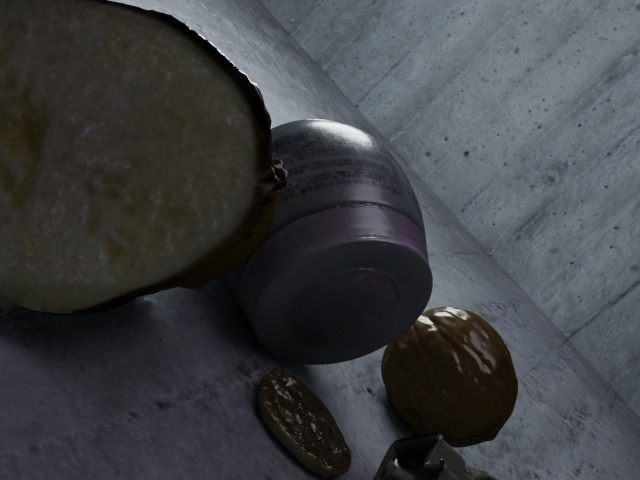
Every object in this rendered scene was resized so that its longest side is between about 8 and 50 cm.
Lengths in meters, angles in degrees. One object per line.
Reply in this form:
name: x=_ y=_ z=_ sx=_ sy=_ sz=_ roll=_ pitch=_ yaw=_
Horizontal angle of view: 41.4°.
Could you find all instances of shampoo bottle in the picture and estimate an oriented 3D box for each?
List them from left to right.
shampoo bottle: x=0.000 y=0.000 z=1.103 sx=0.273 sy=0.273 sz=0.266 roll=32 pitch=29 yaw=-41

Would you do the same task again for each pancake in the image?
pancake: x=-0.016 y=0.211 z=0.983 sx=0.152 sy=0.025 sz=0.151 roll=40 pitch=16 yaw=-14

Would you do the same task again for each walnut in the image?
walnut: x=0.197 y=0.205 z=1.262 sx=0.213 sy=0.213 sz=0.213 roll=42 pitch=16 yaw=-15

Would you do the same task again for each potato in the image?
potato: x=-0.237 y=-0.063 z=0.849 sx=0.397 sy=0.289 sz=0.296 roll=3 pitch=-7 yaw=-11

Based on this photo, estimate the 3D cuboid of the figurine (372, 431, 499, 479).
figurine: x=0.200 y=0.351 z=0.972 sx=0.309 sy=0.143 sz=0.308 roll=26 pitch=37 yaw=-21
